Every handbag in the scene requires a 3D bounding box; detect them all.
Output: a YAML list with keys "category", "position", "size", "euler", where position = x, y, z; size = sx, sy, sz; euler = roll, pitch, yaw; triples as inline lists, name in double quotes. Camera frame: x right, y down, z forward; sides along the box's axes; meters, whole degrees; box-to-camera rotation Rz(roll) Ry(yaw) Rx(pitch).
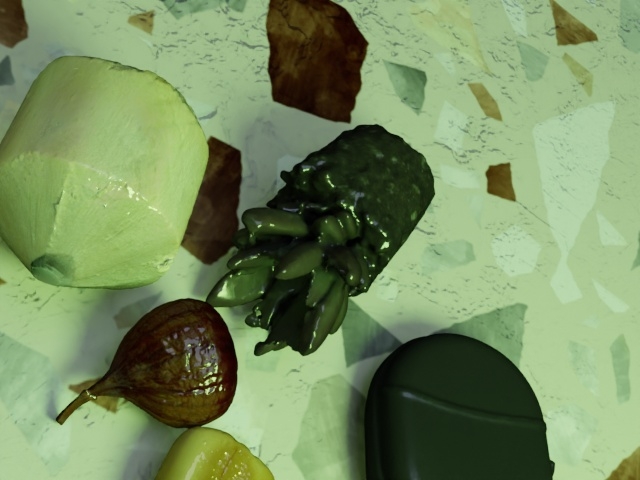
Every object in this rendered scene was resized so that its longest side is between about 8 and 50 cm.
- category: "handbag"
  position: [0.177, 0.260, 1.516]
  size: [0.254, 0.093, 0.307]
  euler: [12, 57, -20]

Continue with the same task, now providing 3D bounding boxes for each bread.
- category: "bread"
  position: [-0.133, 0.303, 1.353]
  size: [0.134, 0.085, 0.173]
  euler: [36, 58, -14]

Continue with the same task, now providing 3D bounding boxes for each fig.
- category: "fig"
  position: [-0.199, 0.144, 1.367]
  size: [0.201, 0.133, 0.146]
  euler: [-8, 62, -22]

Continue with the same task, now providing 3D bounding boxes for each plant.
- category: "plant"
  position: [0.000, 0.000, 1.512]
  size: [0.182, 0.194, 0.321]
  euler: [40, 51, 7]

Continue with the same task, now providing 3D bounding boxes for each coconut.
- category: "coconut"
  position: [-0.253, -0.057, 1.354]
  size: [0.239, 0.239, 0.244]
  euler: [27, 58, -17]

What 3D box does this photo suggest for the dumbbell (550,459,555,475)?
- category: "dumbbell"
  position: [0.286, 0.326, 1.603]
  size: [0.036, 0.040, 0.083]
  euler: [9, 61, 8]
